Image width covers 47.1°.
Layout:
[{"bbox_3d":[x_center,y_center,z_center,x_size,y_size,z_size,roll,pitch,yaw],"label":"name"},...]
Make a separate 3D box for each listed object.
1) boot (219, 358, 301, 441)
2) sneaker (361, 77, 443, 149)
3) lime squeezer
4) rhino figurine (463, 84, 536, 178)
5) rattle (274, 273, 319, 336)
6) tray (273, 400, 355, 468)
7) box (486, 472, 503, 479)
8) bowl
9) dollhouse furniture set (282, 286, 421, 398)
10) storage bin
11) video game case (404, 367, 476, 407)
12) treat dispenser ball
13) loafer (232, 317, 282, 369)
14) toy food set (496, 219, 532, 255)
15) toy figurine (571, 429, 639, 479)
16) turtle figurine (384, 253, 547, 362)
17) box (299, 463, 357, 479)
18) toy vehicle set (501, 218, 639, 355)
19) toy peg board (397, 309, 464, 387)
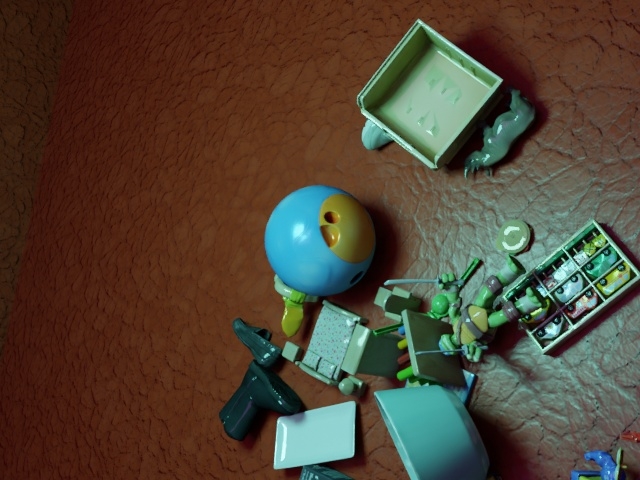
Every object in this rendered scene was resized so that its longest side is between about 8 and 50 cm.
[{"bbox_3d":[-0.173,0.475,2.039,0.246,0.094,0.207,36,98,49],"label":"boot"},{"bbox_3d":[0.223,-0.309,1.940,0.262,0.099,0.121,-38,60,27],"label":"sneaker"},{"bbox_3d":[0.263,0.157,1.772,0.310,0.110,0.059,-34,34,-8],"label":"lime squeezer"},{"bbox_3d":[0.423,-0.246,1.766,0.243,0.073,0.106,-54,48,17],"label":"rhino figurine"},{"bbox_3d":[-0.090,0.157,2.075,0.200,0.130,0.143,34,130,50],"label":"rattle"},{"bbox_3d":[-0.010,0.516,1.926,0.270,0.030,0.145,-21,52,34],"label":"tray"},{"bbox_3d":[0.372,0.643,1.570,0.159,0.044,0.233,-42,55,24],"label":"box"},{"bbox_3d":[0.253,0.440,1.594,0.163,0.311,0.311,-24,57,-4],"label":"bowl"},{"bbox_3d":[0.033,0.218,1.893,0.355,0.174,0.303,21,91,41],"label":"dollhouse furniture set"},{"bbox_3d":[0.268,-0.351,1.816,0.262,0.123,0.260,41,98,17],"label":"storage bin"},{"bbox_3d":[0.281,0.346,1.752,0.166,0.015,0.119,19,90,41],"label":"video game case"},{"bbox_3d":[0.000,0.000,1.906,0.288,0.288,0.288,-13,70,37],"label":"treat dispenser ball"},{"bbox_3d":[-0.181,0.285,2.124,0.078,0.076,0.223,-48,43,-2],"label":"loafer"},{"bbox_3d":[0.451,-0.007,1.707,0.082,0.020,0.083,25,94,41],"label":"toy food set"},{"bbox_3d":[0.571,0.536,1.407,0.217,0.191,0.362,165,107,-69],"label":"toy figurine"},{"bbox_3d":[0.326,0.151,1.586,0.266,0.275,0.198,-41,21,21],"label":"turtle figurine"},{"bbox_3d":[0.020,0.661,1.831,0.158,0.093,0.156,12,85,40],"label":"box"},{"bbox_3d":[0.541,0.102,1.588,0.267,0.035,0.166,-45,53,21],"label":"toy vehicle set"},{"bbox_3d":[0.238,0.263,1.705,0.079,0.161,0.160,-36,48,36],"label":"toy peg board"}]
